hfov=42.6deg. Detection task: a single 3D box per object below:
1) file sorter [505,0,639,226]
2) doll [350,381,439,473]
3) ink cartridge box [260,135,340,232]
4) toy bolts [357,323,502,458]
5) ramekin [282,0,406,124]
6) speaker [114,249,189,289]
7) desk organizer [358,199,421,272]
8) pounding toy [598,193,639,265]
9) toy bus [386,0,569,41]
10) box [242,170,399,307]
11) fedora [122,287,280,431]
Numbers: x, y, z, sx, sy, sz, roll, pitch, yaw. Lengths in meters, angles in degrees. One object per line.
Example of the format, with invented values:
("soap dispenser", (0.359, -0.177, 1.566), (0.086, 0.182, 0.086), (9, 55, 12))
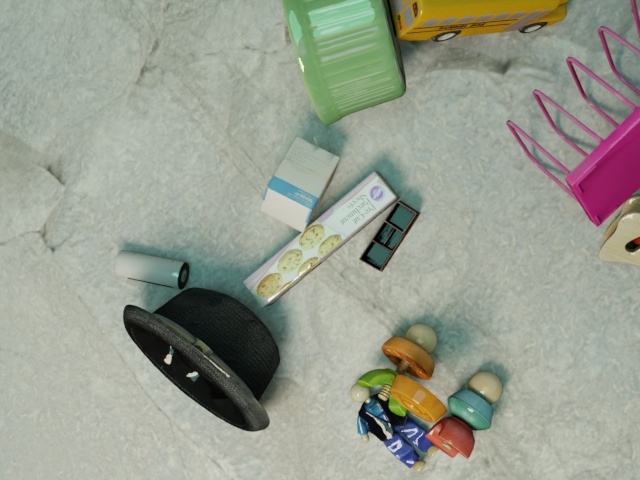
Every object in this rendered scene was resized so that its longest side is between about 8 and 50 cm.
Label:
("file sorter", (0.470, -0.210, 1.315), (0.291, 0.202, 0.182), (-45, 58, 9))
("doll", (0.129, 0.327, 1.491), (0.189, 0.046, 0.129), (43, 90, 7))
("ink cartridge box", (-0.032, -0.107, 1.468), (0.090, 0.092, 0.143), (27, 63, 2))
("toy bolts", (0.215, 0.248, 1.405), (0.228, 0.218, 0.158), (40, 73, -6))
("ramekin", (0.044, -0.357, 1.366), (0.148, 0.303, 0.303), (-13, 88, 10))
("speaker", (-0.326, 0.055, 1.580), (0.136, 0.055, 0.055), (10, 93, 11))
("desk organizer", (0.124, -0.008, 1.482), (0.047, 0.050, 0.130), (34, 98, 10))
("pounding toy", (0.614, 0.007, 1.367), (0.269, 0.155, 0.154), (12, 122, 21))
("toy bus", (0.267, -0.401, 1.330), (0.332, 0.130, 0.108), (-11, 87, -23))
("box", (0.000, 0.000, 1.503), (0.324, 0.063, 0.067), (-39, 83, 11))
("fedora", (-0.193, 0.192, 1.485), (0.334, 0.334, 0.152), (38, 65, 9))
